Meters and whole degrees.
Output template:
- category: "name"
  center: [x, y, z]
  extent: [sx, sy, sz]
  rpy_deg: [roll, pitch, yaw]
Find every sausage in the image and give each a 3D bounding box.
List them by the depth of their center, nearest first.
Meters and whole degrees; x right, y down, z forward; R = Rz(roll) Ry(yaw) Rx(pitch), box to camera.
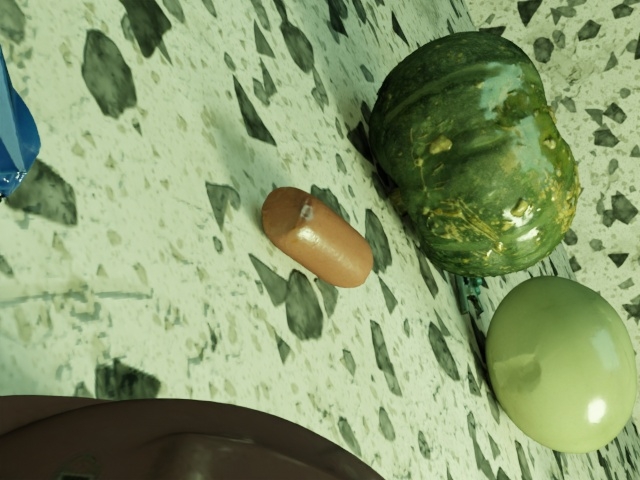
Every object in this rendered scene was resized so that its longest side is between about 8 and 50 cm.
- category: "sausage"
  center: [0.000, 0.000, 0.882]
  extent: [0.154, 0.062, 0.062]
  rpy_deg: [37, 35, -52]

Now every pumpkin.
- category: "pumpkin"
  center: [0.211, -0.112, 1.252]
  extent: [0.328, 0.257, 0.291]
  rpy_deg: [66, 7, 18]

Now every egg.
- category: "egg"
  center: [0.359, 0.184, 1.367]
  extent: [0.219, 0.219, 0.269]
  rpy_deg: [13, 51, -66]

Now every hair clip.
- category: "hair clip"
  center: [0.217, 0.039, 1.427]
  extent: [0.049, 0.049, 0.173]
  rpy_deg: [27, 43, -60]

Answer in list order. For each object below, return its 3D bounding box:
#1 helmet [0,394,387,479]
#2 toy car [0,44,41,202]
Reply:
- category: "helmet"
  center: [-0.040, 0.193, 0.392]
  extent: [0.338, 0.197, 0.271]
  rpy_deg: [57, 25, -29]
- category: "toy car"
  center: [-0.212, -0.118, 0.472]
  extent: [0.216, 0.063, 0.103]
  rpy_deg: [68, 21, 2]
